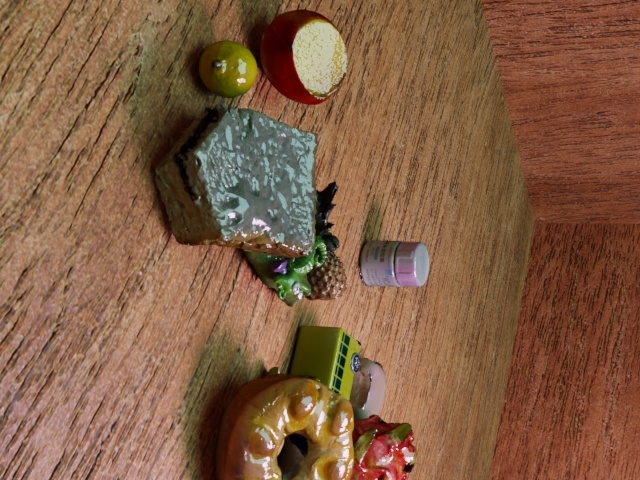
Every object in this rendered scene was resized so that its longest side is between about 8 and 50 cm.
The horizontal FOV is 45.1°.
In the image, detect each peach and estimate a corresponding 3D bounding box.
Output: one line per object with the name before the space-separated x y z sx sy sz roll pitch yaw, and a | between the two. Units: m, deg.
peach | -0.033 -0.391 1.651 0.190 0.192 0.190 -35 153 -20

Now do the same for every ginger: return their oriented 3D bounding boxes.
ginger | -0.098 0.028 1.671 0.137 0.089 0.290 -58 139 -16

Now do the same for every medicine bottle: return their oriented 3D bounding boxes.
medicine bottle | 0.209 0.066 2.173 0.135 0.169 0.135 -7 98 -63

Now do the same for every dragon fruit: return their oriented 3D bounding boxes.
dragon fruit | 0.110 0.560 1.907 0.303 0.231 0.237 -35 103 -38

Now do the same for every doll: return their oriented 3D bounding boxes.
doll | -0.040 0.056 1.645 0.190 0.050 0.115 -52 133 -38

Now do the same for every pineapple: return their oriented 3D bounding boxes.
pineapple | 0.000 0.000 1.806 0.130 0.119 0.277 -17 103 -74

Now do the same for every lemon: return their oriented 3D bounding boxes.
lemon | -0.177 -0.327 1.473 0.133 0.109 0.109 -37 125 -75

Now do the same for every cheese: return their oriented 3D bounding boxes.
cheese | 0.106 0.465 2.083 0.163 0.082 0.286 52 47 -50

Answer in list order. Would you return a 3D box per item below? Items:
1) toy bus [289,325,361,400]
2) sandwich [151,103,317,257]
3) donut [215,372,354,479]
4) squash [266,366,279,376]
toy bus | -0.002 0.340 1.819 0.150 0.128 0.262 48 48 -52
sandwich | -0.149 -0.112 1.440 0.325 0.131 0.262 9 81 -46
donut | -0.075 0.421 1.550 0.317 0.150 0.299 -51 121 -12
squash | -0.116 0.372 1.653 0.090 0.075 0.200 96 17 -49
